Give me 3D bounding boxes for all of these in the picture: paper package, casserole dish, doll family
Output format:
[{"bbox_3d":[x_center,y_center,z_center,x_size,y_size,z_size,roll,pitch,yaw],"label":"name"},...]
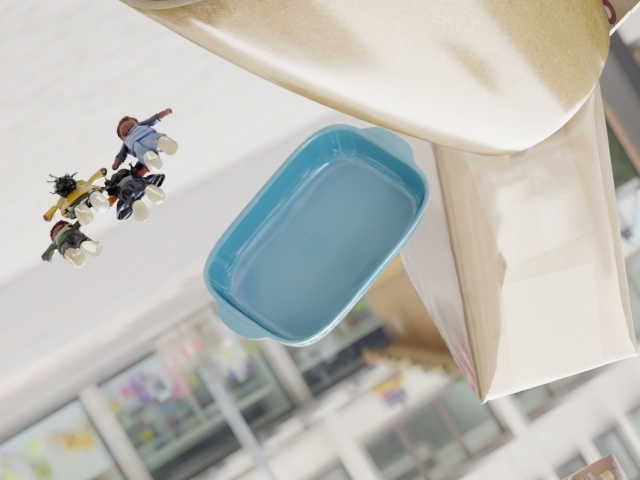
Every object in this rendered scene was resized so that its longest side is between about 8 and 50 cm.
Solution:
[{"bbox_3d":[0.168,-0.059,1.903,0.168,0.325,0.309,-17,-149,-6],"label":"paper package"},{"bbox_3d":[0.000,0.000,1.410,0.188,0.114,0.037,-50,155,-13],"label":"casserole dish"},{"bbox_3d":[-0.214,-0.056,1.957,0.193,0.076,0.111,-35,-157,-9],"label":"doll family"}]

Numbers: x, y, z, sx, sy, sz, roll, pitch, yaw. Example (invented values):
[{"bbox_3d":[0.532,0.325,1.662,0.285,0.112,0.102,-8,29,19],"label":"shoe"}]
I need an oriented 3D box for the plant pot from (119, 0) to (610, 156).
[{"bbox_3d":[0.044,-0.159,1.083,0.237,0.254,0.237,-28,-137,29],"label":"plant pot"}]

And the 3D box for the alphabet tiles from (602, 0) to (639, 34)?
[{"bbox_3d":[0.297,-0.347,2.164,0.198,0.237,0.009,-46,146,24],"label":"alphabet tiles"}]

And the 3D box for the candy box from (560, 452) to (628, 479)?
[{"bbox_3d":[0.282,0.333,2.308,0.186,0.053,0.109,-29,-168,9],"label":"candy box"}]
